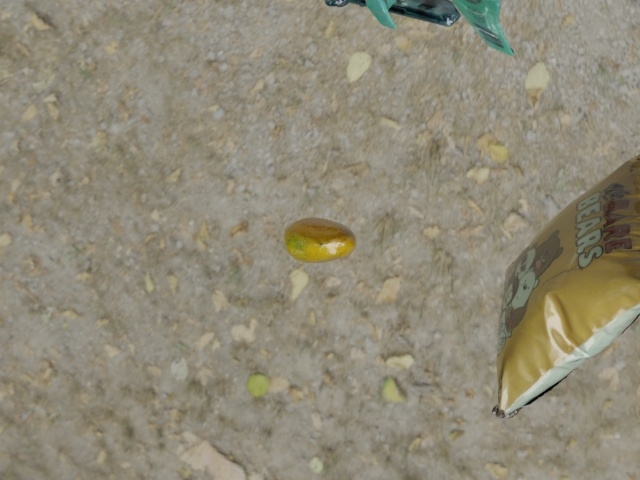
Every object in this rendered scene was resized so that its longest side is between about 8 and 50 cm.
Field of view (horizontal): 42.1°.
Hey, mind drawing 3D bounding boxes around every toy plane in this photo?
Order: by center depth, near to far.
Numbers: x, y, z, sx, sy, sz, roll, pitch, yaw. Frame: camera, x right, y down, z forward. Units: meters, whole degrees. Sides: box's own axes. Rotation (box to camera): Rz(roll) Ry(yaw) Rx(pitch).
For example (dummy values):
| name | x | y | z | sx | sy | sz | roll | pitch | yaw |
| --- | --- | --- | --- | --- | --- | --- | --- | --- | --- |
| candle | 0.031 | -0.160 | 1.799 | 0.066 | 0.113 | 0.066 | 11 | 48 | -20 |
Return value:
| name | x | y | z | sx | sy | sz | roll | pitch | yaw |
| --- | --- | --- | --- | --- | --- | --- | --- | --- | --- |
| toy plane | 0.006 | -0.158 | 0.448 | 0.060 | 0.235 | 0.096 | -43 | 134 | -13 |

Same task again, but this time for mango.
| name | x | y | z | sx | sy | sz | roll | pitch | yaw |
| --- | --- | --- | --- | --- | --- | --- | --- | --- | --- |
| mango | 0.000 | 0.000 | 1.059 | 0.114 | 0.079 | 0.057 | 6 | 101 | 56 |

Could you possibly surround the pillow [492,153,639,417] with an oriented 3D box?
| name | x | y | z | sx | sy | sz | roll | pitch | yaw |
| --- | --- | --- | --- | --- | --- | --- | --- | --- | --- |
| pillow | 0.347 | 0.056 | 1.136 | 0.119 | 0.310 | 0.312 | 35 | 127 | -7 |
